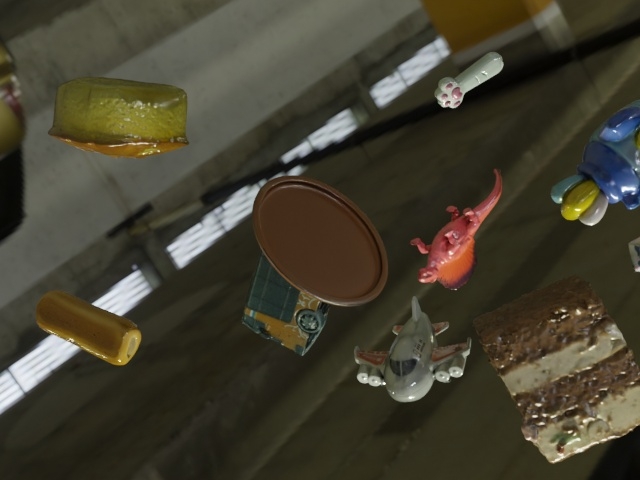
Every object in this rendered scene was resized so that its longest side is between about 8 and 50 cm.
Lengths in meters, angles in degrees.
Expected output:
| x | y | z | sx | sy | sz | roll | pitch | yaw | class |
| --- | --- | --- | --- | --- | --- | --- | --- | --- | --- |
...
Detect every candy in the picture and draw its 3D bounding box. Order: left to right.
| x | y | z | sx | sy | sz | roll | pitch | yaw | class |
| --- | --- | --- | --- | --- | --- | --- | --- | --- | --- |
| 0.758 | 0.031 | 2.354 | 0.160 | 0.073 | 0.092 | 10 | 151 | -32 | candy |

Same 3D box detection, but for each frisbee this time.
| x | y | z | sx | sy | sz | roll | pitch | yaw | class |
| --- | --- | --- | --- | --- | --- | --- | --- | --- | --- |
| 0.000 | 0.000 | 1.688 | 0.021 | 0.251 | 0.251 | -49 | 179 | 38 | frisbee |

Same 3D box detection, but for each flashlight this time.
| x | y | z | sx | sy | sz | roll | pitch | yaw | class |
| --- | --- | --- | --- | --- | --- | --- | --- | --- | --- |
| 0.390 | -0.417 | 2.789 | 0.200 | 0.093 | 0.047 | -34 | -137 | -1 | flashlight |

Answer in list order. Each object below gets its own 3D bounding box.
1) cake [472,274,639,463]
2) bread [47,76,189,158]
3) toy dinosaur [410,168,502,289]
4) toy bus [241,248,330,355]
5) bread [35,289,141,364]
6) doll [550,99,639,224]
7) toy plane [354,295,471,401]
| x | y | z | sx | sy | sz | roll | pitch | yaw | class |
| --- | --- | --- | --- | --- | --- | --- | --- | --- | --- |
| 0.472 | 0.245 | 2.116 | 0.256 | 0.290 | 0.282 | -24 | -173 | 6 | cake |
| -0.386 | -0.236 | 2.076 | 0.270 | 0.148 | 0.270 | 5 | -170 | -1 | bread |
| 0.275 | 0.001 | 1.991 | 0.286 | 0.139 | 0.070 | -43 | -151 | -29 | toy dinosaur |
| -0.038 | 0.062 | 2.009 | 0.138 | 0.167 | 0.275 | -53 | 163 | -54 | toy bus |
| -0.467 | 0.172 | 2.171 | 0.239 | 0.092 | 0.074 | 21 | -171 | 26 | bread |
| 0.624 | -0.143 | 1.965 | 0.366 | 0.187 | 0.376 | 13 | -130 | 10 | doll |
| 0.191 | 0.234 | 2.229 | 0.252 | 0.118 | 0.252 | -14 | -148 | 9 | toy plane |
